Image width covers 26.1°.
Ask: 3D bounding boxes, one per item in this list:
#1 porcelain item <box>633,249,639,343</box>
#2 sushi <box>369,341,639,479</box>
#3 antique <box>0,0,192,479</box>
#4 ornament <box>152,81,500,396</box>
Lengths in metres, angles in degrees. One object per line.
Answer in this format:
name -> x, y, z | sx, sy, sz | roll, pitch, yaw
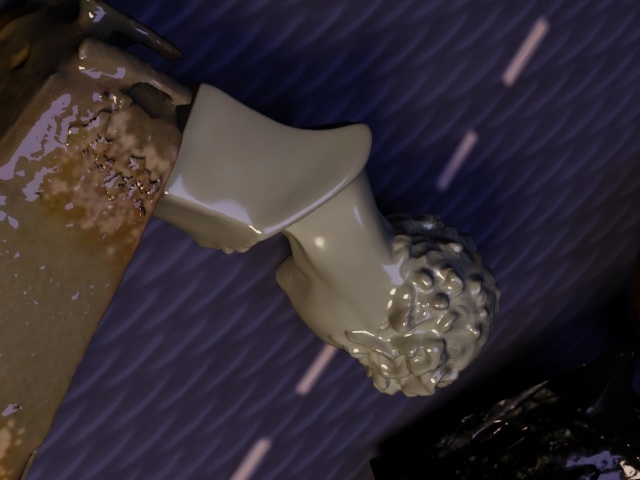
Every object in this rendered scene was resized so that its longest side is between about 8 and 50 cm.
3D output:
porcelain item -> 0.364, 0.039, 1.036 | 0.253, 0.253, 0.253 | -14, 117, -29
sushi -> 0.193, 0.244, 1.017 | 0.215, 0.212, 0.227 | -24, 136, 7
antique -> -0.175, 0.002, 0.736 | 0.150, 0.125, 0.284 | 30, 92, -39
ornament -> 0.008, -0.005, 0.857 | 0.285, 0.130, 0.120 | 42, 71, -38
